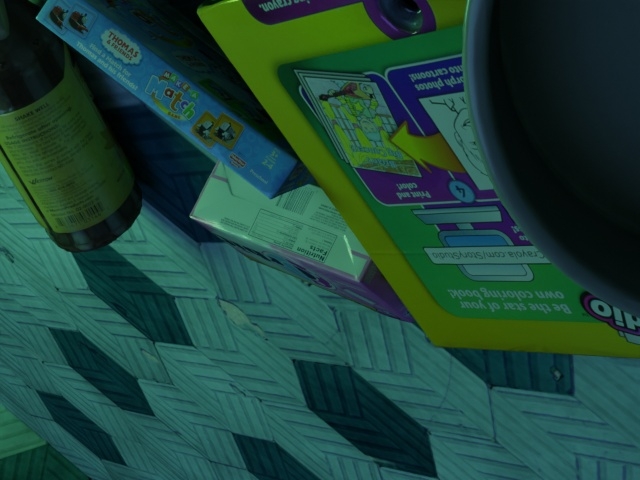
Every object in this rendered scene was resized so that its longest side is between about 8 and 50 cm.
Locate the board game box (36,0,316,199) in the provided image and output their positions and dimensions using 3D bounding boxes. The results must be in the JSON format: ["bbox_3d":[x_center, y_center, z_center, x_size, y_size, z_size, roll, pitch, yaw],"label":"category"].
[{"bbox_3d":[-0.091,-0.114,0.921,0.211,0.039,0.160,37,-166,5],"label":"board game box"}]

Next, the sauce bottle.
[{"bbox_3d":[-0.272,-0.140,1.130,0.111,0.111,0.344,19,146,35],"label":"sauce bottle"}]

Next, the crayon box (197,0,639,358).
[{"bbox_3d":[0.140,-0.069,0.728,0.363,0.106,0.313,-2,132,52],"label":"crayon box"}]

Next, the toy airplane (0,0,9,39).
[{"bbox_3d":[-0.248,-0.344,0.616,0.386,0.272,0.384,49,144,36],"label":"toy airplane"}]

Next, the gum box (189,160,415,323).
[{"bbox_3d":[0.000,0.000,1.012,0.188,0.062,0.107,21,169,33],"label":"gum box"}]

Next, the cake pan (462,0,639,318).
[{"bbox_3d":[0.203,-0.093,0.505,0.293,0.054,0.293,0,120,1],"label":"cake pan"}]
